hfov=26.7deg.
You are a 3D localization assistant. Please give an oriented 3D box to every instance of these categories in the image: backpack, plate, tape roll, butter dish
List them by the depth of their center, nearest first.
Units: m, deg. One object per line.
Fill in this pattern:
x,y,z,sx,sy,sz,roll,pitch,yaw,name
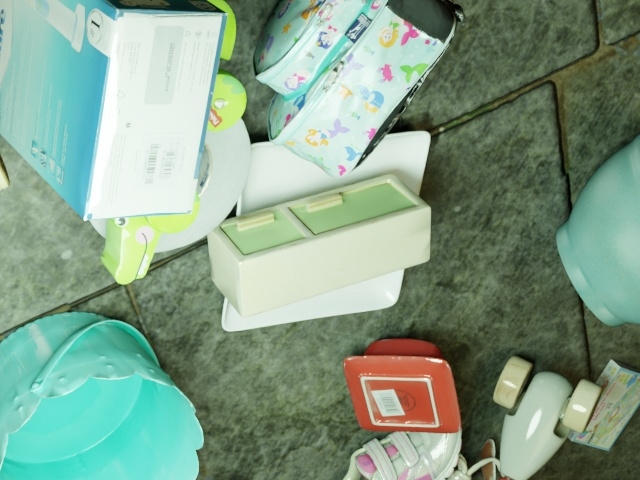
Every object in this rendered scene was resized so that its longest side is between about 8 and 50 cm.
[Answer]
0.026,-0.210,1.584,0.191,0.225,0.253,24,110,-16,backpack
-0.196,-0.096,1.617,0.219,0.072,0.219,-16,126,-23,tape roll
0.000,-0.020,1.800,0.277,0.045,0.278,-7,122,-28,plate
0.127,0.196,1.971,0.159,0.118,0.160,-1,131,17,butter dish

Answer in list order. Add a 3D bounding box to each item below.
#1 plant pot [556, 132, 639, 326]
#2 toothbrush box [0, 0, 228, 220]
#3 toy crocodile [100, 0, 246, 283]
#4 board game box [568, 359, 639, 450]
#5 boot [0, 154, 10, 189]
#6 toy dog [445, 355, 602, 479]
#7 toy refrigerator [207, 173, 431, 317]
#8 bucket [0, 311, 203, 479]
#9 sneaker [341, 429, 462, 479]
0.472,0.009,1.973,0.196,0.293,0.293,-32,136,25,plant pot
-0.235,-0.179,1.387,0.126,0.295,0.216,-5,117,-36,toothbrush box
-0.176,-0.113,1.498,0.105,0.115,0.341,16,107,-31,toy crocodile
0.494,0.282,2.297,0.103,0.026,0.154,20,107,-38,board game box
-0.474,-0.108,1.417,0.203,0.095,0.262,-38,124,-3,boot
0.328,0.333,2.147,0.334,0.220,0.161,-51,163,16,toy dog
0.000,0.000,1.716,0.269,0.102,0.094,-16,126,-21,toy refrigerator
-0.299,0.235,1.689,0.281,0.183,0.281,-16,126,-23,bucket
0.113,0.347,2.059,0.252,0.103,0.111,-50,132,5,sneaker
